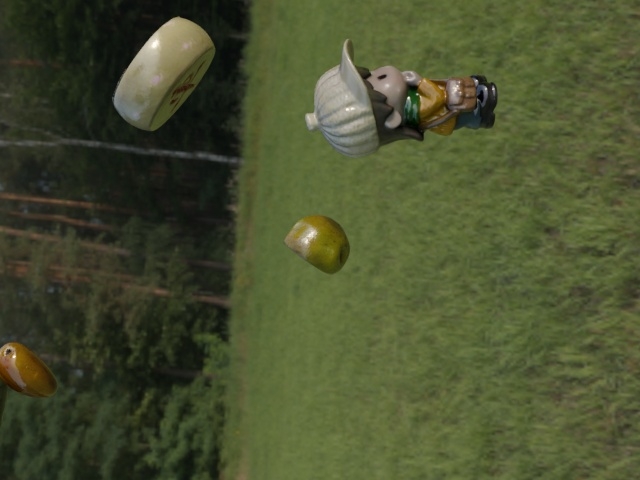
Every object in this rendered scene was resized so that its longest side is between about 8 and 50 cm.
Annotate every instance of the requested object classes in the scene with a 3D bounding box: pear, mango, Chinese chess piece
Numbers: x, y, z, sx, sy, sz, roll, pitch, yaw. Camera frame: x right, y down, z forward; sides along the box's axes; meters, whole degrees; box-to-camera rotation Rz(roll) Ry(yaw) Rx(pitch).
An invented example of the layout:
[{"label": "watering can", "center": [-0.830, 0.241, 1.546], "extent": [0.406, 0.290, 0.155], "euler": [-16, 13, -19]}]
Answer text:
[{"label": "pear", "center": [0.000, 0.000, 1.714], "extent": [0.104, 0.141, 0.141], "euler": [-59, 6, 1]}, {"label": "mango", "center": [-0.467, 0.210, 1.301], "extent": [0.114, 0.080, 0.060], "euler": [56, -129, -26]}, {"label": "Chinese chess piece", "center": [-0.325, -0.345, 1.713], "extent": [0.250, 0.097, 0.251], "euler": [-52, 4, 5]}]

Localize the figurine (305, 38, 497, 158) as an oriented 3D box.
[{"label": "figurine", "center": [0.146, -0.234, 1.495], "extent": [0.185, 0.333, 0.204], "euler": [-111, 36, -67]}]

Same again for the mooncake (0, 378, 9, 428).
[{"label": "mooncake", "center": [-0.708, 0.260, 1.363], "extent": [0.351, 0.352, 0.187], "euler": [-106, 31, -77]}]
